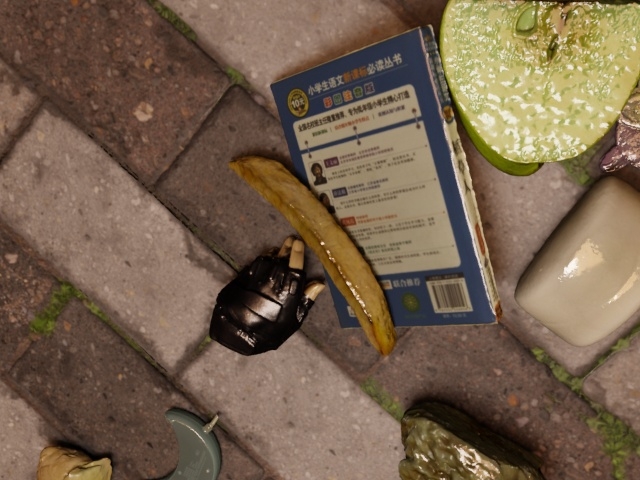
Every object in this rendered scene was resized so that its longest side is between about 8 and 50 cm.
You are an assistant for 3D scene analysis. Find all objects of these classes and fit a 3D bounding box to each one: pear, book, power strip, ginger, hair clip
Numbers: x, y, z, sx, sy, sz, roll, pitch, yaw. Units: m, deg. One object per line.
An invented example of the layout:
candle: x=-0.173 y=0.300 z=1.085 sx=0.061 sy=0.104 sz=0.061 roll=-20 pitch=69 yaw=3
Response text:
pear: x=0.308 y=-0.223 z=0.997 sx=0.292 sy=0.159 sz=0.292 roll=3 pitch=103 yaw=15
book: x=0.090 y=-0.071 z=1.067 sx=0.300 sy=0.039 sz=0.428 roll=-8 pitch=102 yaw=42
power strip: x=-0.248 y=0.401 z=1.300 sx=0.137 sy=0.044 sz=0.216 roll=26 pitch=106 yaw=5
ginger: x=-0.490 y=0.480 z=1.352 sx=0.122 sy=0.115 sz=0.193 roll=28 pitch=115 yaw=27
hair clip: x=0.511 y=-0.163 z=1.019 sx=0.187 sy=0.056 sz=0.146 roll=6 pitch=96 yaw=14

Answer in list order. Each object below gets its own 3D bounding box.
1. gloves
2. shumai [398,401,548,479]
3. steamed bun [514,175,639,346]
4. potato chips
gloves: x=-0.083 y=0.087 z=1.171 sx=0.164 sy=0.124 sz=0.203 roll=18 pitch=113 yaw=-11
shumai: x=0.217 y=0.394 z=1.128 sx=0.256 sy=0.189 sz=0.218 roll=30 pitch=104 yaw=10
steamed bun: x=0.402 y=0.037 z=1.026 sx=0.146 sy=0.164 sz=0.242 roll=35 pitch=105 yaw=2
potato chips: x=0.000 y=0.000 z=1.107 sx=0.407 sy=0.057 sz=0.080 roll=51 pitch=145 yaw=12
